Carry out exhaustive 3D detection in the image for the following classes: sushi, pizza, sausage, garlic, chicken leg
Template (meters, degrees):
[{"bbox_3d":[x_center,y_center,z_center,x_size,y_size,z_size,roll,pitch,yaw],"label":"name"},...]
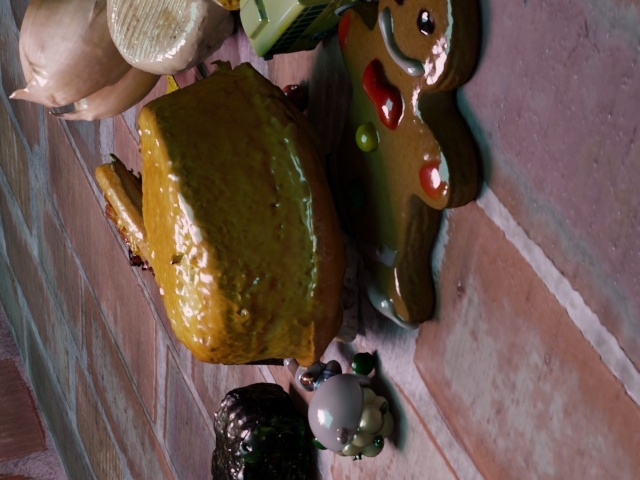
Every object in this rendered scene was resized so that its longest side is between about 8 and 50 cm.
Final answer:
[{"bbox_3d":[-0.083,0.321,1.968,0.127,0.124,0.225,49,139,50],"label":"sushi"},{"bbox_3d":[-0.280,-0.014,2.252,0.289,0.081,0.229,53,-173,-11],"label":"pizza"},{"bbox_3d":[-0.064,-0.139,1.795,0.253,0.034,0.034,127,128,-62],"label":"sausage"},{"bbox_3d":[-0.341,-0.326,2.065,0.286,0.249,0.313,114,154,-58],"label":"garlic"},{"bbox_3d":[-0.318,-0.009,2.479,0.089,0.048,0.219,65,155,22],"label":"chicken leg"}]

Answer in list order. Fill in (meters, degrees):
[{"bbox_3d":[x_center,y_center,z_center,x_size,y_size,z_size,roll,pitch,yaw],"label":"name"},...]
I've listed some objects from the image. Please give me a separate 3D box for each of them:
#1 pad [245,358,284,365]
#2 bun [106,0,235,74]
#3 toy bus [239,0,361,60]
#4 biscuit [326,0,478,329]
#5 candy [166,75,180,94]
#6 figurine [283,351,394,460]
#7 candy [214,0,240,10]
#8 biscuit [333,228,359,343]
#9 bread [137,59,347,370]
[{"bbox_3d":[-0.120,0.013,1.835,0.004,0.220,0.330,-24,74,25],"label":"pad"},{"bbox_3d":[-0.192,-0.334,1.872,0.231,0.133,0.231,8,102,42],"label":"bun"},{"bbox_3d":[-0.026,-0.273,1.536,0.175,0.101,0.088,-34,73,66],"label":"toy bus"},{"bbox_3d":[0.071,-0.124,1.425,0.432,0.064,0.283,103,148,-48],"label":"biscuit"},{"bbox_3d":[-0.209,-0.105,2.107,0.297,0.081,0.187,101,152,-49],"label":"candy"},{"bbox_3d":[0.022,0.193,1.692,0.147,0.093,0.197,-65,28,23],"label":"figurine"},{"bbox_3d":[-0.154,-0.393,1.642,0.260,0.118,0.260,49,180,0],"label":"candy"},{"bbox_3d":[0.000,0.000,1.703,0.188,0.040,0.265,149,106,-68],"label":"biscuit"},{"bbox_3d":[-0.098,-0.018,1.591,0.337,0.204,0.358,-111,14,-45],"label":"bread"}]
